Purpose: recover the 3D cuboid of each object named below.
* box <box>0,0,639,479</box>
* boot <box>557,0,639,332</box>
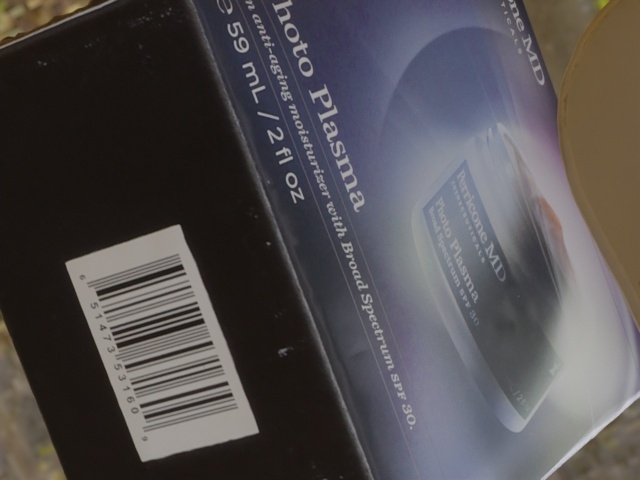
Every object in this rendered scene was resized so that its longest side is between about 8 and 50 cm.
[{"bbox_3d":[0.000,0.000,1.011,0.182,0.296,0.294,-17,-173,34],"label":"box"},{"bbox_3d":[0.128,0.064,0.389,0.095,0.123,0.258,-27,-127,24],"label":"boot"}]
